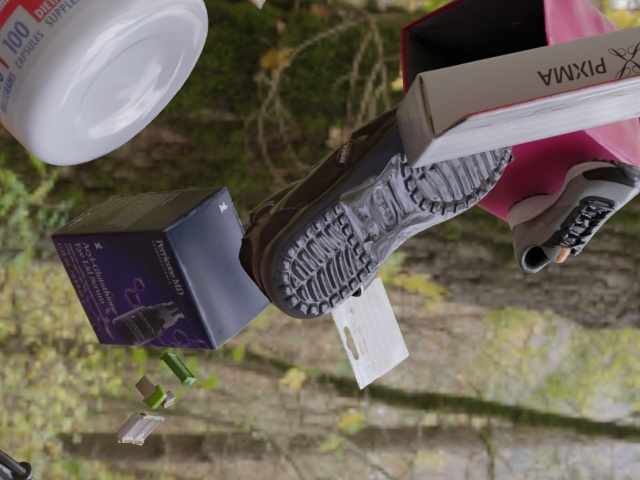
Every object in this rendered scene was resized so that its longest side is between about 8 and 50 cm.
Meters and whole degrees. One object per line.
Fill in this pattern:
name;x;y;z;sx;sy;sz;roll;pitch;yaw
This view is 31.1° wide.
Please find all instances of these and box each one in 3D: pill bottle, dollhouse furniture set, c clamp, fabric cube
pill bottle;-0.326;-0.286;1.160;0.229;0.407;0.229;-43;167;-13
dollhouse furniture set;-0.271;0.252;1.822;0.152;0.058;0.076;-48;158;6
c clamp;-0.302;0.253;1.197;0.022;0.137;0.161;-52;146;-22
fabric cube;0.298;-0.206;1.702;0.258;0.254;0.259;25;56;-43

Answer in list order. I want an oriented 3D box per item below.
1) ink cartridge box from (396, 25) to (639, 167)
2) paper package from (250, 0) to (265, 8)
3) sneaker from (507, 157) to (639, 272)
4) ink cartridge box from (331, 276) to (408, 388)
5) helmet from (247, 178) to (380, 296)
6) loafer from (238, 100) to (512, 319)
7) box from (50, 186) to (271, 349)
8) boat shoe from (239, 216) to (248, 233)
ink cartridge box;0.229;-0.140;0.973;0.261;0.296;0.066;129;-52;-83
paper package;-0.185;-0.518;1.598;0.168;0.325;0.309;-52;165;2
sneaker;0.364;-0.033;1.626;0.271;0.100;0.108;138;-39;-56
ink cartridge box;0.066;0.149;1.838;0.179;0.045;0.145;-24;94;-56
helmet;0.000;0.000;1.482;0.169;0.161;0.169;-17;90;-86
loafer;0.052;-0.066;1.177;0.366;0.130;0.134;-35;121;-28
box;-0.182;0.032;1.311;0.108;0.207;0.153;-40;116;-42
boat shoe;-0.193;0.060;1.967;0.113;0.302;0.103;18;49;-58
